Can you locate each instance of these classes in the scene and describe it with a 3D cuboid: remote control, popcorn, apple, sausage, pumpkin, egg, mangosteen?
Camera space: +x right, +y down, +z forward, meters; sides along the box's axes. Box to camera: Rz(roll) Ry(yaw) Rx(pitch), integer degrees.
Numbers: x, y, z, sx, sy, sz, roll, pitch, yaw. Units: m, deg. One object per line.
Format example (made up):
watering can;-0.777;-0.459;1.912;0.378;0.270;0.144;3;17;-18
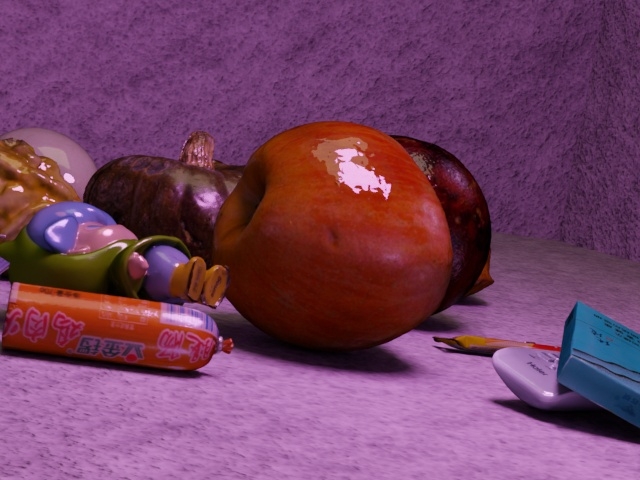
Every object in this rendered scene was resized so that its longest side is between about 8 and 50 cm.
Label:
remote control;0.324;0.173;1.508;0.293;0.051;0.103;7;21;-42
popcorn;-0.429;-0.033;1.730;0.266;0.192;0.233;33;-15;-12
apple;0.000;0.000;1.558;0.301;0.301;0.301;10;6;-1
sausage;-0.205;0.093;1.303;0.234;0.071;0.071;8;6;-10
pumpkin;-0.168;-0.047;1.913;0.325;0.242;0.232;-1;3;-42
egg;-0.462;-0.091;2.071;0.253;0.186;0.186;12;6;38
mangosteen;0.105;-0.015;1.906;0.311;0.311;0.311;10;6;-1

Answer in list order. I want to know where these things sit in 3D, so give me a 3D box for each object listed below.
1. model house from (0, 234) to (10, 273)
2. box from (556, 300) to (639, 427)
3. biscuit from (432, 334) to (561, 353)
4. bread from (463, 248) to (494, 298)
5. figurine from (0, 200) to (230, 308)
model house;-0.334;0.041;1.138;0.088;0.167;0.117;13;1;-8
box;0.354;0.151;1.456;0.161;0.042;0.226;28;17;6
biscuit;0.298;0.156;1.772;0.292;0.026;0.048;8;-13;-19
bread;0.165;0.006;2.282;0.312;0.172;0.312;11;4;-1
figurine;-0.233;0.034;1.401;0.263;0.143;0.162;7;-4;28
